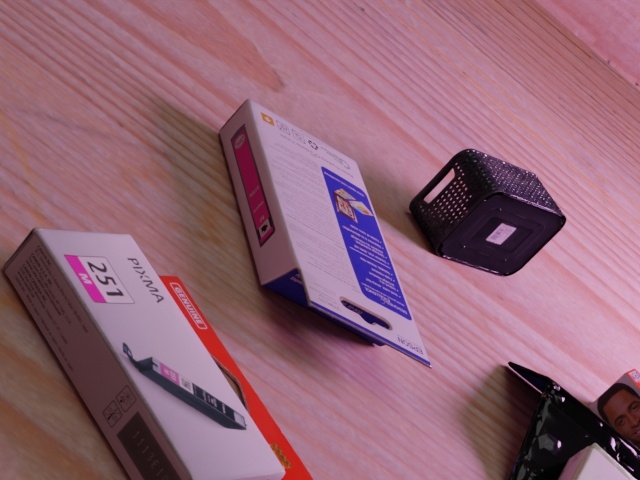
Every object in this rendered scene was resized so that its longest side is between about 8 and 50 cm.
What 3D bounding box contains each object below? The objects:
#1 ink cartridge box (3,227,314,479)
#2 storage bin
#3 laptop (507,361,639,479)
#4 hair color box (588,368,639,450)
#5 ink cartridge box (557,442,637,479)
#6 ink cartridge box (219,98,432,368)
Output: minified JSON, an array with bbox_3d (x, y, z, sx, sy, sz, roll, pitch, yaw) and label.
[{"bbox_3d":[-0.119,0.111,1.427,0.239,0.060,0.275,3,45,-55],"label":"ink cartridge box"},{"bbox_3d":[0.220,-0.034,2.142,0.180,0.122,0.084,16,35,-47],"label":"storage bin"},{"bbox_3d":[0.300,0.277,1.879,0.234,0.136,0.264,38,49,-11],"label":"laptop"},{"bbox_3d":[0.412,0.238,2.051,0.141,0.072,0.043,50,24,17],"label":"hair color box"},{"bbox_3d":[0.294,0.347,1.695,0.171,0.056,0.235,43,47,-4],"label":"ink cartridge box"},{"bbox_3d":[0.000,0.000,1.802,0.175,0.069,0.371,29,25,-32],"label":"ink cartridge box"}]
